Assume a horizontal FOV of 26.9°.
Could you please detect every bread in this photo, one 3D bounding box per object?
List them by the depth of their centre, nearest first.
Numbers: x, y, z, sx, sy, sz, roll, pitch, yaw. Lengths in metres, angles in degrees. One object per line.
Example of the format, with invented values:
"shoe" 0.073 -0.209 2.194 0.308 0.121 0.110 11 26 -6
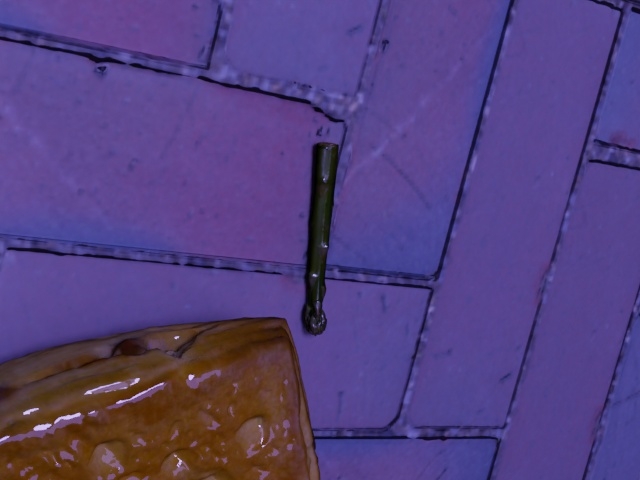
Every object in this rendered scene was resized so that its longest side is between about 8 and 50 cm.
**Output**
"bread" -0.114 0.150 0.765 0.235 0.099 0.210 -19 115 -25

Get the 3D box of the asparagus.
"asparagus" 0.000 0.000 0.848 0.015 0.018 0.127 3 107 -2
